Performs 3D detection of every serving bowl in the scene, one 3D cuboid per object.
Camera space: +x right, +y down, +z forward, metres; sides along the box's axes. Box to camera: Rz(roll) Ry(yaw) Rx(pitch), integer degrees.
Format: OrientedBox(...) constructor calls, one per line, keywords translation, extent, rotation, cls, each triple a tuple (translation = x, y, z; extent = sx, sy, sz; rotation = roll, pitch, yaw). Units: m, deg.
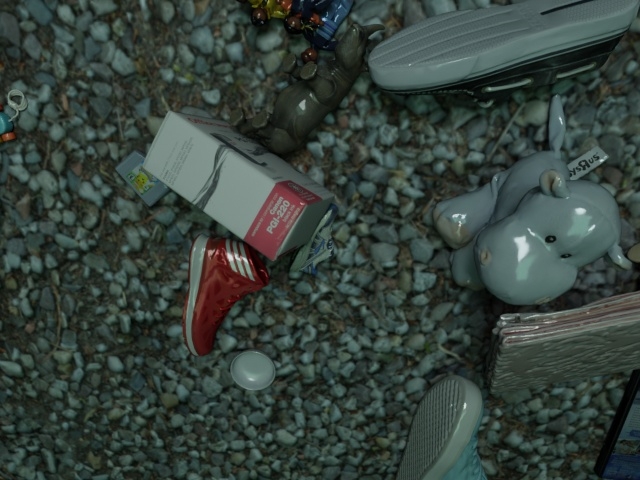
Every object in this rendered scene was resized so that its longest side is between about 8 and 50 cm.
OrientedBox(translation=(-0.123, 0.234, 0.821), extent=(0.083, 0.027, 0.084), rotation=(1, 109, 3), cls="serving bowl")

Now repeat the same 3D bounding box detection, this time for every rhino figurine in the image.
OrientedBox(translation=(-0.007, -0.216, 0.627), extent=(0.243, 0.106, 0.073), rotation=(-40, 61, 14), cls="rhino figurine")

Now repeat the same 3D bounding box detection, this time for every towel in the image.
OrientedBox(translation=(0.404, 0.147, 0.650), extent=(0.316, 0.054, 0.332), rotation=(-14, 149, 9), cls="towel")

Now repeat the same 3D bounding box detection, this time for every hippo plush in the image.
OrientedBox(translation=(0.316, -0.005, 0.602), extent=(0.294, 0.237, 0.234), rotation=(-43, 101, 16), cls="hippo plush")

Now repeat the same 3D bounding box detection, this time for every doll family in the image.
OrientedBox(translation=(-0.040, -0.321, 0.603), extent=(0.192, 0.076, 0.111), rotation=(28, 103, -9), cls="doll family")

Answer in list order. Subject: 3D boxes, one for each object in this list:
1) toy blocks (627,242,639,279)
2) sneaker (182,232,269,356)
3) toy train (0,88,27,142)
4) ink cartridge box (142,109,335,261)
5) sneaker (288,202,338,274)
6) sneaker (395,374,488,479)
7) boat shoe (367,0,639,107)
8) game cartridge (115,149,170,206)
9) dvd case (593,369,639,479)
OrientedBox(translation=(0.557, 0.078, 0.677), extent=(0.054, 0.123, 0.148), rotation=(-37, 103, 0), cls="toy blocks")
OrientedBox(translation=(-0.157, 0.104, 0.749), extent=(0.127, 0.087, 0.222), rotation=(7, 110, 2), cls="sneaker")
OrientedBox(translation=(-0.551, -0.218, 0.682), extent=(0.166, 0.046, 0.125), rotation=(25, 109, -5), cls="toy train")
OrientedBox(translation=(-0.105, -0.081, 0.618), extent=(0.217, 0.158, 0.092), rotation=(33, 106, 7), cls="ink cartridge box")
OrientedBox(translation=(0.000, 0.000, 0.728), extent=(0.058, 0.052, 0.135), rotation=(24, 116, -15), cls="sneaker")
OrientedBox(translation=(0.244, 0.398, 0.812), extent=(0.150, 0.135, 0.366), rotation=(9, 118, -8), cls="sneaker")
OrientedBox(translation=(0.234, -0.233, 0.587), extent=(0.334, 0.121, 0.119), rotation=(-9, 142, 7), cls="boat shoe")
OrientedBox(translation=(-0.286, -0.103, 0.722), extent=(0.056, 0.017, 0.083), rotation=(-37, 103, 10), cls="game cartridge")
OrientedBox(translation=(0.635, 0.347, 0.818), extent=(0.180, 0.022, 0.253), rotation=(7, 109, 2), cls="dvd case")
